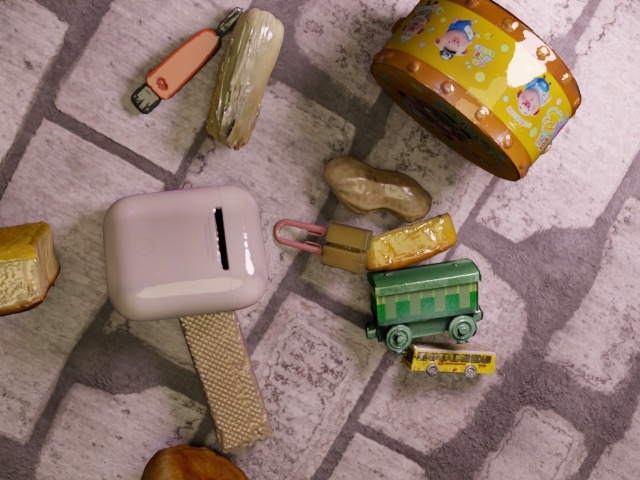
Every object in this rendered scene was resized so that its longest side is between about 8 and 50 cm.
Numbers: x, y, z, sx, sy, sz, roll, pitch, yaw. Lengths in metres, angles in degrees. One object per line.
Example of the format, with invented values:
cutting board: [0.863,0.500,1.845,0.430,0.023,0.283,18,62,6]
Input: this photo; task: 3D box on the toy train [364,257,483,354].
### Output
toy train: [0.249,0.155,1.875,0.300,0.120,0.203,-8,109,-8]

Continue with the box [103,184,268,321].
box: [-0.297,0.025,1.712,0.348,0.141,0.289,-6,72,-9]

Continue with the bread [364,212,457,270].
bread: [0.207,0.008,1.862,0.245,0.102,0.095,-18,96,-8]

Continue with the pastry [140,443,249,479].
pastry: [-0.265,0.623,1.776,0.356,0.356,0.164,41,101,-15]

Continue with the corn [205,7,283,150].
corn: [-0.167,-0.354,1.709,0.122,0.123,0.306,15,100,-16]

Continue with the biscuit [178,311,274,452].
biscuit: [-0.229,0.293,1.841,0.143,0.078,0.426,-16,103,-8]

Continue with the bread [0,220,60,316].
bread: [-0.716,0.067,1.583,0.332,0.323,0.143,-7,102,-8]

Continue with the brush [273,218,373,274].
brush: [0.000,0.000,1.817,0.233,0.047,0.103,14,103,16]

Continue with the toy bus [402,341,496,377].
toy bus: [0.325,0.299,1.944,0.226,0.081,0.074,5,98,-11]

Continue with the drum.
drum: [0.329,-0.329,1.659,0.431,0.431,0.214,39,91,-15]

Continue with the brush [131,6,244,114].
brush: [-0.290,-0.404,1.714,0.323,0.051,0.070,-45,102,0]

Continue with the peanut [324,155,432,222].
peanut: [0.135,-0.112,1.814,0.274,0.111,0.125,16,82,-12]
